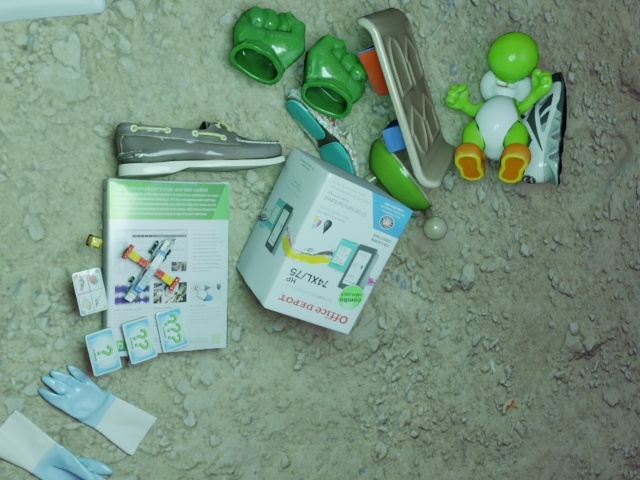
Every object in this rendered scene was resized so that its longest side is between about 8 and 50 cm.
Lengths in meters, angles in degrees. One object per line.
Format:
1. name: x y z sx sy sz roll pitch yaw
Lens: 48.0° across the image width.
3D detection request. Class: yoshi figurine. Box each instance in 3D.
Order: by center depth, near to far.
1. yoshi figurine: 0.401 -0.318 1.588 0.203 0.203 0.362 29 59 -20

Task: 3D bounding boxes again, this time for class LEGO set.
1. LEGO set: -0.328 0.098 1.256 0.182 0.060 0.245 -15 101 -30

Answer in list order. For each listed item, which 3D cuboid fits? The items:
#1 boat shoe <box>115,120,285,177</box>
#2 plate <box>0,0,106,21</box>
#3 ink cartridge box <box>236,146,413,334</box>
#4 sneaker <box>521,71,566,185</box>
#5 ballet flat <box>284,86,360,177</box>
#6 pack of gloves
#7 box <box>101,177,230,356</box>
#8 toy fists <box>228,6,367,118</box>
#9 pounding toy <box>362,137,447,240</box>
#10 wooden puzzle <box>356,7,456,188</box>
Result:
1. boat shoe: -0.214 -0.173 1.328 0.324 0.116 0.097 -7 92 -28
2. plate: -0.511 -0.504 1.176 0.277 0.045 0.278 -16 101 -27
3. ink cartridge box: 0.000 0.000 1.374 0.198 0.197 0.270 21 101 -28
4. sneaker: 0.512 -0.278 1.720 0.122 0.146 0.331 63 39 -47
5. ballet flat: 0.022 -0.219 1.472 0.077 0.091 0.241 -51 117 -31
6. pack of gloves: -0.434 0.350 1.285 0.232 0.046 0.195 41 75 -25
7. box: -0.286 0.048 1.338 0.232 0.058 0.322 0 95 -29
8. toy fists: -0.036 -0.354 1.385 0.279 0.096 0.142 24 50 -12
9. pounding toy: 0.153 -0.094 1.525 0.110 0.183 0.237 -38 117 6
10. wooden puzzle: 0.168 -0.296 1.472 0.348 0.080 0.322 66 23 -13
